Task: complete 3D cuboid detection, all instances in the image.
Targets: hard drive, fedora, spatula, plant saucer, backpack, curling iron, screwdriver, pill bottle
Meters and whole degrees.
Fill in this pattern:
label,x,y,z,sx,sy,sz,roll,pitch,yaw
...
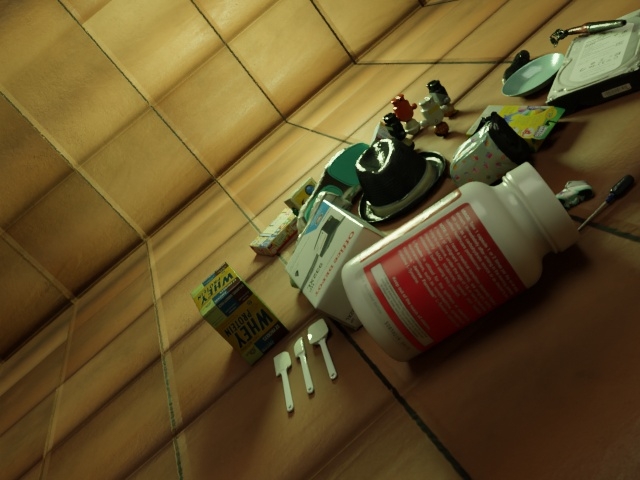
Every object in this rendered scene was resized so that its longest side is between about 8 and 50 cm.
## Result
label,x,y,z,sx,sy,sz,roll,pitch,yaw
hard drive,0.735,-0.465,1.666,0.237,0.064,0.339,-15,32,46
fedora,0.201,-0.201,1.885,0.334,0.152,0.334,-33,23,16
spatula,-0.036,0.285,1.509,0.168,0.019,0.242,-37,22,5
plant saucer,0.623,-0.469,1.881,0.195,0.037,0.195,-34,23,16
backpack,0.401,-0.204,1.593,0.182,0.152,0.115,-38,9,38
curling iron,0.717,-0.561,1.745,0.068,0.035,0.274,-46,21,-8
screwdriver,0.547,-0.063,1.257,0.170,0.024,0.025,-48,51,-4
pill bottle,0.262,0.037,1.231,0.408,0.229,0.229,-34,23,14

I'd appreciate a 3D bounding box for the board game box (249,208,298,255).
label,x,y,z,sx,sy,sz,roll,pitch,yaw
board game box,-0.143,-0.032,2.248,0.193,0.045,0.147,-47,23,-18

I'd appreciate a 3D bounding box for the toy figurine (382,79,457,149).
label,x,y,z,sx,sy,sz,roll,pitch,yaw
toy figurine,0.324,-0.395,2.090,0.210,0.148,0.213,-19,27,29

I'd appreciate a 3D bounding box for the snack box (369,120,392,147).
label,x,y,z,sx,sy,sz,roll,pitch,yaw
snack box,0.223,-0.332,2.164,0.037,0.100,0.141,-54,10,37

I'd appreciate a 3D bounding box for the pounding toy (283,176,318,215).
label,x,y,z,sx,sy,sz,roll,pitch,yaw
pounding toy,-0.040,-0.117,2.161,0.141,0.130,0.100,-47,11,-18

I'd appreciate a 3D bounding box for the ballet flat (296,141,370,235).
label,x,y,z,sx,sy,sz,roll,pitch,yaw
ballet flat,0.042,-0.157,2.098,0.147,0.147,0.409,-8,37,53

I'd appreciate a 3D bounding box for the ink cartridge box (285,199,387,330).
label,x,y,z,sx,sy,sz,roll,pitch,yaw
ink cartridge box,0.049,0.049,1.598,0.223,0.129,0.307,-60,22,5

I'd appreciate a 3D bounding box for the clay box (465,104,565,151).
label,x,y,z,sx,sy,sz,roll,pitch,yaw
clay box,0.503,-0.288,1.662,0.222,0.053,0.127,16,57,45

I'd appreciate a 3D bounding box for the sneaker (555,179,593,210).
label,x,y,z,sx,sy,sz,roll,pitch,yaw
sneaker,0.513,-0.097,1.350,0.098,0.038,0.069,-20,26,20

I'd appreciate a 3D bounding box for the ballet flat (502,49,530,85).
label,x,y,z,sx,sy,sz,roll,pitch,yaw
ballet flat,0.613,-0.529,2.023,0.058,0.049,0.173,25,58,18

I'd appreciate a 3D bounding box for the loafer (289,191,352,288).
label,x,y,z,sx,sy,sz,roll,pitch,yaw
loafer,0.000,0.000,1.876,0.112,0.112,0.319,17,66,12

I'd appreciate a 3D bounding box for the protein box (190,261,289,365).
label,x,y,z,sx,sy,sz,roll,pitch,yaw
protein box,-0.220,0.192,1.736,0.136,0.200,0.201,-43,23,-6
